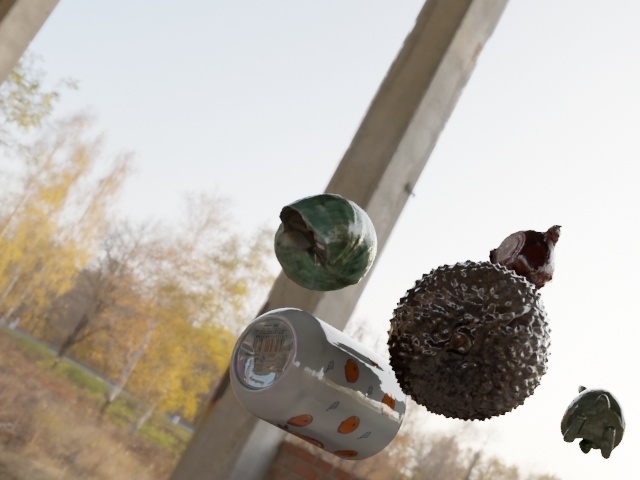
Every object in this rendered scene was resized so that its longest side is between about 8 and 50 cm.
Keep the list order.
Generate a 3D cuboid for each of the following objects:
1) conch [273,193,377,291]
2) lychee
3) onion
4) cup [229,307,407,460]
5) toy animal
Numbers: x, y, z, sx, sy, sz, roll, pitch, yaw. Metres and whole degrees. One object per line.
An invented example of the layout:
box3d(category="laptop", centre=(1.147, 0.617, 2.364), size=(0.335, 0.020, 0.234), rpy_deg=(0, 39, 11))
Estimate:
box3d(category="conch", centre=(0.000, 0.000, 1.468), size=(0.220, 0.195, 0.277), rpy_deg=(37, 6, -18))
box3d(category="lychee", centre=(0.267, 0.176, 1.359), size=(0.300, 0.300, 0.300), rpy_deg=(26, -14, 7))
box3d(category="onion", centre=(0.519, 0.045, 1.869), size=(0.198, 0.173, 0.135), rpy_deg=(-36, -66, 27))
box3d(category="cup", centre=(-0.009, 0.259, 1.424), size=(0.212, 0.212, 0.317), rpy_deg=(14, -17, 43))
box3d(category="toy animal", centre=(0.561, 0.351, 1.575), size=(0.125, 0.127, 0.251), rpy_deg=(53, 18, 8))
